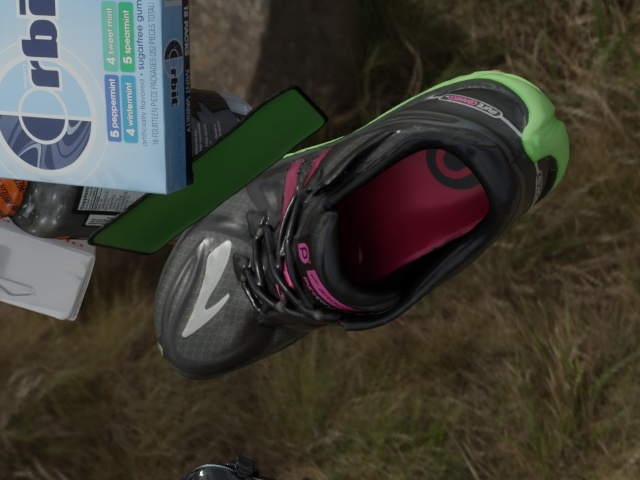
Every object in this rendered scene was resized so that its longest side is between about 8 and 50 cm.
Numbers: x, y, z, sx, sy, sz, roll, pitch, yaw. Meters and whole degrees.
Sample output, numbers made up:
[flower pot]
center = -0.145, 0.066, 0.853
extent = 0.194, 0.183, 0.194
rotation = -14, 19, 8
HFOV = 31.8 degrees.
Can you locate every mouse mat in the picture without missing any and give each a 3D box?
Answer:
[mouse mat]
center = -0.080, -0.049, 0.856
extent = 0.190, 0.152, 0.007
rotation = -38, 81, 5

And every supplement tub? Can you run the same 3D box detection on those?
[supplement tub]
center = -0.255, -0.101, 1.403
extent = 0.207, 0.338, 0.207
rotation = -8, 80, 55

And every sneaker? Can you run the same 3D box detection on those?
[sneaker]
center = 0.000, 0.000, 1.060
extent = 0.483, 0.202, 0.185
rotation = -34, 96, 29

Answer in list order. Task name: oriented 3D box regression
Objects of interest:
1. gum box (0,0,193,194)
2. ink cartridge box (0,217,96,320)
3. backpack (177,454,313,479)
[gum box]
center = -0.177, -0.117, 0.753
extent = 0.185, 0.041, 0.156
rotation = 7, 107, 20
[ink cartridge box]
center = -0.459, 0.007, 1.762
extent = 0.273, 0.198, 0.114
rotation = -124, 54, -71
[backpack]
center = -0.111, 0.399, 1.424
extent = 0.225, 0.253, 0.191
rotation = 20, 63, -17
